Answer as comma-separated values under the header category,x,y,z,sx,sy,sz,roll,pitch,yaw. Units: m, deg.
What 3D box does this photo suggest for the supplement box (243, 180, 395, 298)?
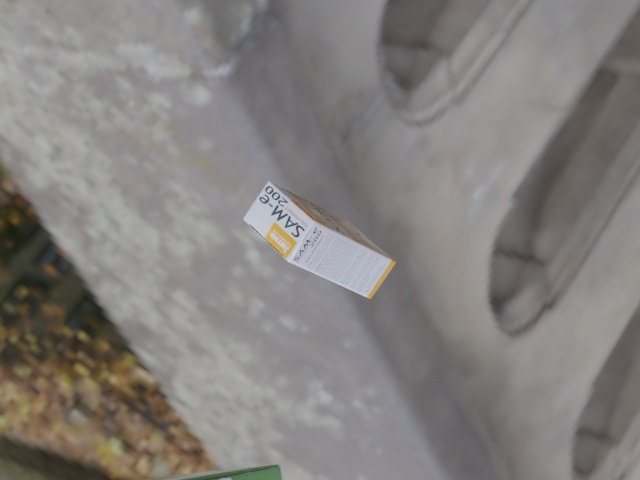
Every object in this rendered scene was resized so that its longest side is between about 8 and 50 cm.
category,x,y,z,sx,sy,sz,roll,pitch,yaw
supplement box,0.000,0.000,1.272,0.098,0.036,0.062,25,-168,-48

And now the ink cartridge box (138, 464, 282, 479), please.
category,x,y,z,sx,sy,sz,roll,pitch,yaw
ink cartridge box,-0.060,0.171,0.877,0.209,0.062,0.109,-19,79,58
